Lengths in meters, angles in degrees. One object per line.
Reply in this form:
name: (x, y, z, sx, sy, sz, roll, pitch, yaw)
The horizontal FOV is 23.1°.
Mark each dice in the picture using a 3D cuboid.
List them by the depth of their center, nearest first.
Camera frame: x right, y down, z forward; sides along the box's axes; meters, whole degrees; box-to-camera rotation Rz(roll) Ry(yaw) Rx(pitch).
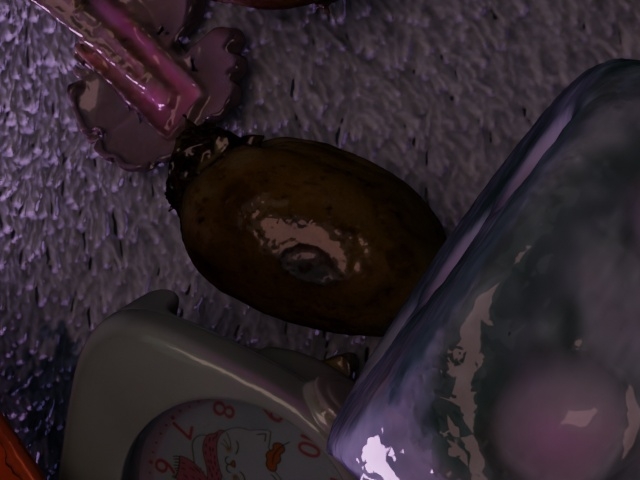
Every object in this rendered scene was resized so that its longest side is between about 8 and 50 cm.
dice: (0.217, 0.107, 1.036, 0.330, 0.328, 0.348, 33, 84, 0)

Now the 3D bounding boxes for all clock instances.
clock: (-0.053, 0.206, 1.271, 0.324, 0.108, 0.265, 19, 112, 16)

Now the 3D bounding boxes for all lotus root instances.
lotus root: (0.000, 0.000, 1.268, 0.314, 0.169, 0.141, 23, 109, 20)

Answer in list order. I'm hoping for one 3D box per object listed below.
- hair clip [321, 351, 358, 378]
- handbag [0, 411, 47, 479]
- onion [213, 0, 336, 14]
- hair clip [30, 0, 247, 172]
hair clip: (-0.065, 0.141, 1.341, 0.213, 0.056, 0.062, -21, 85, 19)
handbag: (-0.331, 0.238, 1.340, 0.410, 0.116, 0.303, 51, 143, 18)
onion: (-0.003, -0.274, 1.308, 0.230, 0.163, 0.230, -33, 35, 27)
hair clip: (-0.199, -0.193, 1.413, 0.300, 0.069, 0.173, 43, 103, 9)
